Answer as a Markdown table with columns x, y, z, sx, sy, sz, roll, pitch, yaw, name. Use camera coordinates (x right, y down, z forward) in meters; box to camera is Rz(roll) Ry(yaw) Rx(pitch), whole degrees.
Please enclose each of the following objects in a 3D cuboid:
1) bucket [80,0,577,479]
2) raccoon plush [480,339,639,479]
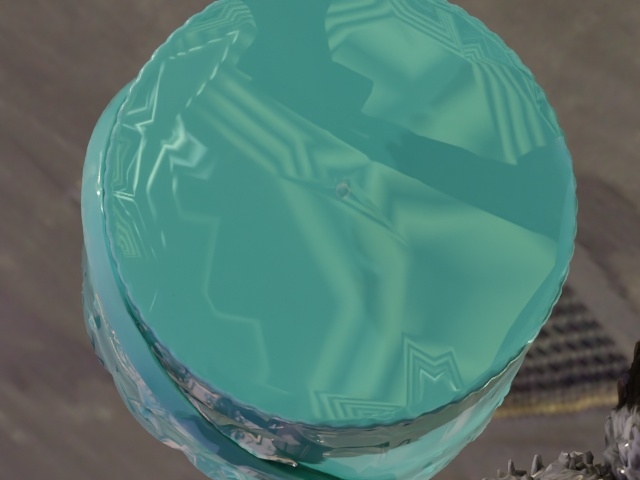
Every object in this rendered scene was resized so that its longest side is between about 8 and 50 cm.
| x | y | z | sx | sy | sz | roll | pitch | yaw | name |
| --- | --- | --- | --- | --- | --- | --- | --- | --- | --- |
| 0.000 | 0.000 | 0.958 | 0.281 | 0.281 | 0.183 | 39 | 164 | 6 | bucket |
| 0.057 | 0.162 | 0.893 | 0.299 | 0.446 | 0.216 | 19 | 162 | 37 | raccoon plush |
